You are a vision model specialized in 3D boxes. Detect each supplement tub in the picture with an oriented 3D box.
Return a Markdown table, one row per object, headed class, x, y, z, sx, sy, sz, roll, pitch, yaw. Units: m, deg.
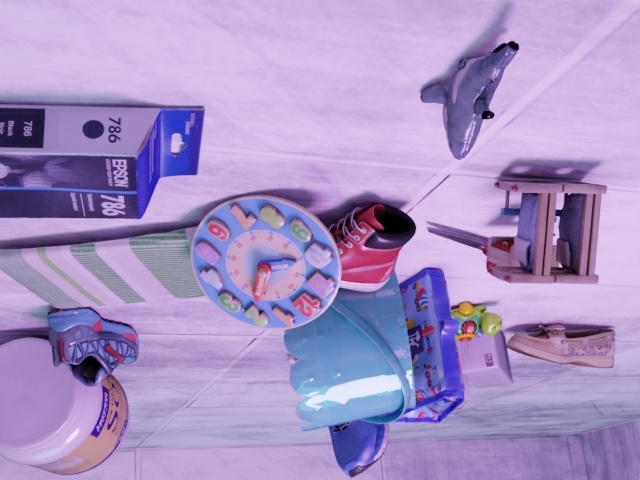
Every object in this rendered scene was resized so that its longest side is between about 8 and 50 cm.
| class | x | y | z | sx | sy | sz | roll | pitch | yaw |
| --- | --- | --- | --- | --- | --- | --- | --- | --- | --- |
| supplement tub | -0.530 | 0.330 | 1.665 | 0.241 | 0.241 | 0.331 | -5 | 160 | 0 |

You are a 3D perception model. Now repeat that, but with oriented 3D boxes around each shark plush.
| class | x | y | z | sx | sy | sz | roll | pitch | yaw |
| --- | --- | --- | --- | --- | --- | --- | --- | --- | --- |
| shark plush | 0.164 | -0.142 | 0.823 | 0.073 | 0.067 | 0.161 | 5 | 157 | -24 |

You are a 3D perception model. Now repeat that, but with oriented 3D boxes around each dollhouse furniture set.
| class | x | y | z | sx | sy | sz | roll | pitch | yaw |
| --- | --- | --- | --- | --- | --- | --- | --- | --- | --- |
| dollhouse furniture set | 0.278 | -0.020 | 1.146 | 0.129 | 0.129 | 0.183 | 1 | -172 | -13 |

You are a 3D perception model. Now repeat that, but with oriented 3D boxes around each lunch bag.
| class | x | y | z | sx | sy | sz | roll | pitch | yaw |
| --- | --- | --- | --- | --- | --- | --- | --- | --- | --- |
| lunch bag | 0.188 | 0.192 | 1.488 | 0.138 | 0.221 | 0.293 | 0 | 159 | -14 |

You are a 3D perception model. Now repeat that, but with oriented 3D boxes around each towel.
| class | x | y | z | sx | sy | sz | roll | pitch | yaw |
| --- | --- | --- | --- | --- | --- | --- | --- | --- | --- |
| towel | -0.284 | 0.042 | 1.257 | 0.324 | 0.038 | 0.248 | -5 | 159 | 5 |

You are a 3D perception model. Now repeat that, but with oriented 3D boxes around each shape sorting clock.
| class | x | y | z | sx | sy | sz | roll | pitch | yaw |
| --- | --- | --- | --- | --- | --- | --- | --- | --- | --- |
| shape sorting clock | -0.074 | 0.034 | 1.119 | 0.206 | 0.040 | 0.206 | 3 | 122 | 5 |

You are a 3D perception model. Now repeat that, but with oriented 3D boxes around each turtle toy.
| class | x | y | z | sx | sy | sz | roll | pitch | yaw |
| --- | --- | --- | --- | --- | --- | --- | --- | --- | --- |
| turtle toy | 0.295 | 0.163 | 1.656 | 0.130 | 0.066 | 0.095 | -17 | 156 | 30 |

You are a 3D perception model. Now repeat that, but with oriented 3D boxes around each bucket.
| class | x | y | z | sx | sy | sz | roll | pitch | yaw |
| --- | --- | --- | --- | --- | --- | --- | --- | --- | --- |
| bucket | 0.043 | 0.161 | 1.335 | 0.183 | 0.281 | 0.281 | -9 | 159 | 2 |

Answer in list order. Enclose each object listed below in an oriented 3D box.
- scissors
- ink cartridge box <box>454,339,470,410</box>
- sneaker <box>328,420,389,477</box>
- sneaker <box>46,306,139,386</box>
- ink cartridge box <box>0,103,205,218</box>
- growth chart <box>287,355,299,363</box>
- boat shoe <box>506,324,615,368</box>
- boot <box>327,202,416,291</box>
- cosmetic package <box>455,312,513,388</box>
| class | x | y | z | sx | sy | sz | roll | pitch | yaw |
| --- | --- | --- | --- | --- | --- | --- | --- | --- | --- |
| scissors | 0.272 | 0.006 | 1.313 | 0.109 | 0.021 | 0.297 | -14 | 156 | 29 |
| ink cartridge box | 0.276 | 0.310 | 1.919 | 0.086 | 0.153 | 0.208 | -6 | 160 | -1 |
| sneaker | 0.030 | 0.306 | 1.636 | 0.130 | 0.330 | 0.147 | -39 | 130 | 24 |
| sneaker | -0.417 | 0.208 | 1.531 | 0.104 | 0.125 | 0.262 | -10 | 158 | 15 |
| ink cartridge box | -0.291 | -0.080 | 0.894 | 0.332 | 0.065 | 0.165 | -2 | 158 | -11 |
| growth chart | 0.045 | 0.265 | 1.934 | 0.237 | 0.021 | 0.172 | -15 | 158 | 27 |
| boat shoe | 0.539 | 0.226 | 1.876 | 0.285 | 0.089 | 0.104 | 10 | -179 | -28 |
| boot | 0.000 | 0.000 | 1.156 | 0.244 | 0.088 | 0.176 | 1 | 150 | -14 |
| cosmetic package | 0.351 | 0.242 | 1.806 | 0.085 | 0.117 | 0.231 | -13 | 157 | 18 |
